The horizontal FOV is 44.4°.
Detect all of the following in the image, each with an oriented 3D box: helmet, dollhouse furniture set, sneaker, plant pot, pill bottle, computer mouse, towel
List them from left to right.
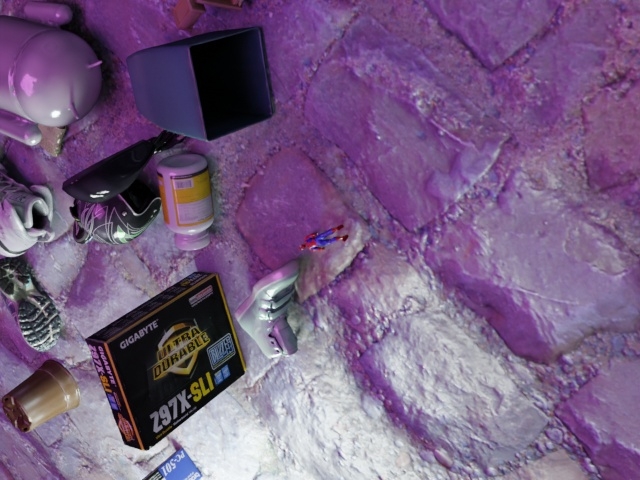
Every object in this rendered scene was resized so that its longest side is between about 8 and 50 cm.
[{"bbox_3d":[-0.795,-0.136,1.957,0.210,0.137,0.365,-9,112,39],"label":"sneaker"},{"bbox_3d":[-0.817,0.177,2.178,0.122,0.110,0.283,-14,103,59],"label":"sneaker"},{"bbox_3d":[-0.812,0.456,2.261,0.167,0.165,0.167,17,122,30],"label":"plant pot"},{"bbox_3d":[-0.660,-0.275,1.848,0.148,0.027,0.110,43,133,11],"label":"towel"},{"bbox_3d":[-0.562,-0.064,1.851,0.067,0.078,0.188,40,132,13],"label":"sneaker"},{"bbox_3d":[-0.446,-0.070,1.702,0.169,0.161,0.169,17,123,29],"label":"helmet"},{"bbox_3d":[-0.385,-0.140,1.547,0.188,0.272,0.072,-20,104,41],"label":"computer mouse"},{"bbox_3d":[-0.273,-0.078,1.607,0.103,0.103,0.184,14,121,31],"label":"pill bottle"},{"bbox_3d":[-0.237,-0.290,1.431,0.234,0.166,0.165,12,120,40],"label":"plant pot"},{"bbox_3d":[-0.183,-0.479,1.357,0.182,0.101,0.161,-38,63,43],"label":"dollhouse furniture set"},{"bbox_3d":[-0.072,0.145,1.578,0.151,0.094,0.256,52,143,11],"label":"sneaker"}]

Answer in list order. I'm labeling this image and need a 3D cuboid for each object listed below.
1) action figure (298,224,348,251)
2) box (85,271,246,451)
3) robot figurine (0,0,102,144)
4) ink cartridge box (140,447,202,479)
[{"bbox_3d":[0.000,0.000,1.494,0.115,0.030,0.038,-19,106,44],"label":"action figure"},{"bbox_3d":[-0.315,0.248,1.665,0.079,0.322,0.257,3,114,38],"label":"box"},{"bbox_3d":[-0.603,-0.356,1.644,0.353,0.200,0.299,21,100,28],"label":"robot figurine"},{"bbox_3d":[-0.409,0.637,2.022,0.046,0.207,0.097,-36,90,44],"label":"ink cartridge box"}]
